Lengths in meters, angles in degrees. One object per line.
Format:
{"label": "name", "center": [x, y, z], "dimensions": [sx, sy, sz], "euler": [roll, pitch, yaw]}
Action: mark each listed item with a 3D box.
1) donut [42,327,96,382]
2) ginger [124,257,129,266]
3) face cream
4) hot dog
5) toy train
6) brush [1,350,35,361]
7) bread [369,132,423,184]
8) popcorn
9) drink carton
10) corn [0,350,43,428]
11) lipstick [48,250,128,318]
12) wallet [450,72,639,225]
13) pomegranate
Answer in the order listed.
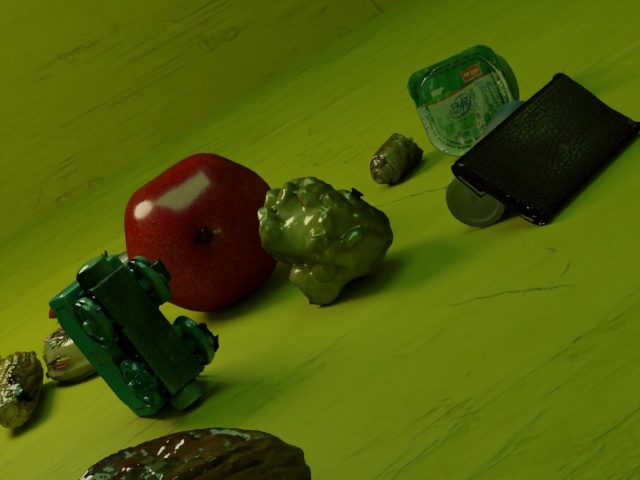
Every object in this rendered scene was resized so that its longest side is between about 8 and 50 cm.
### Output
{"label": "donut", "center": [-0.323, 0.137, 1.970], "dimensions": [0.174, 0.068, 0.174], "euler": [-26, 15, 8]}
{"label": "ginger", "center": [-0.221, 0.048, 2.114], "dimensions": [0.288, 0.075, 0.089], "euler": [-7, 29, 46]}
{"label": "face cream", "center": [0.228, -0.102, 1.751], "dimensions": [0.077, 0.077, 0.250], "euler": [-20, 17, 29]}
{"label": "hot dog", "center": [-0.129, 0.236, 1.132], "dimensions": [0.272, 0.122, 0.196], "euler": [-37, 16, -26]}
{"label": "toy train", "center": [-0.218, 0.109, 1.600], "dimensions": [0.112, 0.203, 0.163], "euler": [-39, 9, -27]}
{"label": "brush", "center": [-0.531, 0.201, 2.261], "dimensions": [0.205, 0.011, 0.083], "euler": [-14, 19, 43]}
{"label": "bread", "center": [0.114, -0.125, 2.095], "dimensions": [0.066, 0.060, 0.110], "euler": [-36, 4, 41]}
{"label": "popcorn", "center": [0.007, -0.010, 1.685], "dimensions": [0.142, 0.173, 0.173], "euler": [-41, 15, -6]}
{"label": "drink carton", "center": [0.232, -0.214, 2.059], "dimensions": [0.146, 0.144, 0.142], "euler": [-22, 6, 22]}
{"label": "corn", "center": [-0.422, 0.207, 1.910], "dimensions": [0.072, 0.072, 0.203], "euler": [-28, 14, -1]}
{"label": "lipstick", "center": [-0.384, 0.079, 2.330], "dimensions": [0.186, 0.057, 0.063], "euler": [-30, 14, 3]}
{"label": "wallet", "center": [0.275, -0.111, 1.653], "dimensions": [0.243, 0.133, 0.039], "euler": [-40, -25, -39]}
{"label": "pomegranate", "center": [-0.163, -0.014, 1.914], "dimensions": [0.221, 0.221, 0.256], "euler": [-29, 20, -3]}
